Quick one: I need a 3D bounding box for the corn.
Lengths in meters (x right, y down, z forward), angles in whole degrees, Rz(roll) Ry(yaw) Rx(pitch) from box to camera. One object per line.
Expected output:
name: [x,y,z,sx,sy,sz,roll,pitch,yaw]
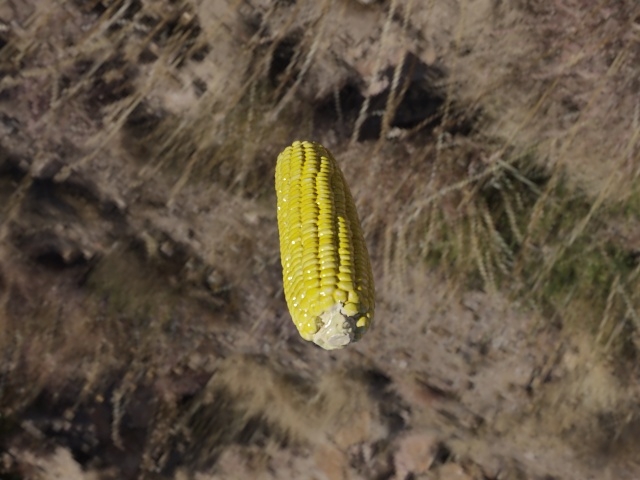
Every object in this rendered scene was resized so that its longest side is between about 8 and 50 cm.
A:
corn: [0.000,0.000,0.764,0.067,0.206,0.067,-5,132,-6]
